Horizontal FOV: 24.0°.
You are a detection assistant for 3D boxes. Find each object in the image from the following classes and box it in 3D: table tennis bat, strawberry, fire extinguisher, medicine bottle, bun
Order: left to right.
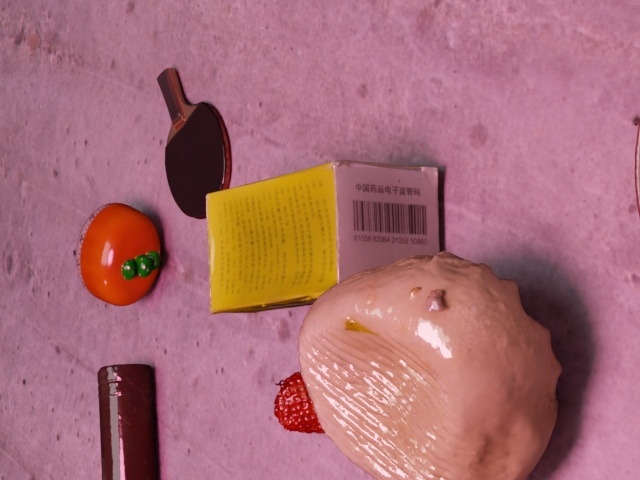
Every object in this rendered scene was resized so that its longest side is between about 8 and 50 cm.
[{"bbox_3d":[-0.251,0.296,1.925,0.089,0.072,0.268,-15,75,42],"label":"fire extinguisher"},{"bbox_3d":[-0.166,-0.128,1.902,0.130,0.019,0.220,-46,53,39],"label":"table tennis bat"},{"bbox_3d":[-0.011,0.181,1.628,0.083,0.073,0.073,37,117,31],"label":"strawberry"},{"bbox_3d":[0.000,0.000,1.570,0.250,0.137,0.141,-11,78,53],"label":"medicine bottle"},{"bbox_3d":[0.113,0.122,1.387,0.259,0.160,0.259,26,129,36],"label":"bun"}]

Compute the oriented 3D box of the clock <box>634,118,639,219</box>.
[{"bbox_3d":[0.363,-0.071,1.144,0.318,0.080,0.318,-6,82,52],"label":"clock"}]

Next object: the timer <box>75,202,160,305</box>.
[{"bbox_3d":[-0.252,0.021,1.941,0.136,0.099,0.136,11,106,44],"label":"timer"}]
